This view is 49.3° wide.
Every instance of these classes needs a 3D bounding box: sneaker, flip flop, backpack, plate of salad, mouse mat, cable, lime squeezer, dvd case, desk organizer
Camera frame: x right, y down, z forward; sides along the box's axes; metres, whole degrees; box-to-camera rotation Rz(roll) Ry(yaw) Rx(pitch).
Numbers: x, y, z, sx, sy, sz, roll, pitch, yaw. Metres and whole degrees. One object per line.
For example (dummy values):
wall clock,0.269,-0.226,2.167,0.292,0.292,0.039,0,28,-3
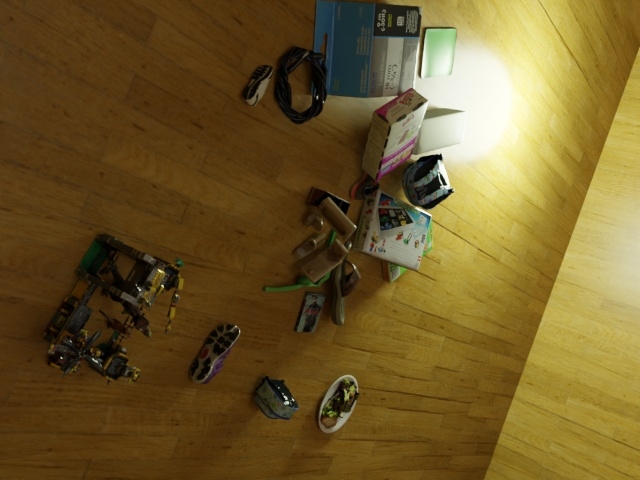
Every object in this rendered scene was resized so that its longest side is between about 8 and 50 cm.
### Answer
sneaker,-0.261,0.284,1.749,0.170,0.068,0.071,-53,155,-9
flip flop,0.078,0.128,2.046,0.112,0.080,0.277,-54,149,-63
backpack,-0.121,0.447,1.934,0.084,0.114,0.105,-52,144,7
plate of salad,0.066,0.534,2.260,0.199,0.048,0.200,-23,122,-44
mouse mat,0.373,-0.591,2.196,0.189,0.007,0.153,-19,120,-47
backpack,0.322,-0.175,2.200,0.173,0.116,0.158,-37,114,-39
sneaker,-0.144,-0.362,1.631,0.109,0.040,0.044,-57,157,-12
cable,-0.047,-0.379,1.722,0.150,0.047,0.185,0,106,-44
lime squeezer,-0.028,0.088,1.946,0.310,0.058,0.110,-41,134,-33
dvd case,-0.030,0.209,2.030,0.087,0.013,0.120,14,93,-53
sneaker,0.156,-0.169,2.057,0.158,0.064,0.061,-50,138,-25
desk organizer,0.024,-0.105,1.932,0.130,0.050,0.047,22,88,-53

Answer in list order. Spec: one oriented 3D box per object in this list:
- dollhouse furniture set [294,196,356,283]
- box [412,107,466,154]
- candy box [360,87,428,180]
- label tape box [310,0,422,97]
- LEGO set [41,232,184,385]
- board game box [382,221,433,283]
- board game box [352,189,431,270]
dollhouse furniture set,0.000,0.000,1.869,0.123,0.144,0.151,-35,169,-37
box,0.347,-0.347,2.195,0.275,0.094,0.113,-18,118,-46
candy box,0.206,-0.298,1.976,0.159,0.071,0.233,-36,157,-29
label tape box,0.128,-0.503,1.847,0.333,0.105,0.241,-17,118,-47
LEGO set,-0.387,0.152,1.412,0.331,0.192,0.255,-56,140,-18
board game box,0.296,0.028,2.339,0.259,0.039,0.124,-33,128,-36
board game box,0.230,-0.028,2.185,0.305,0.053,0.193,20,83,-47
